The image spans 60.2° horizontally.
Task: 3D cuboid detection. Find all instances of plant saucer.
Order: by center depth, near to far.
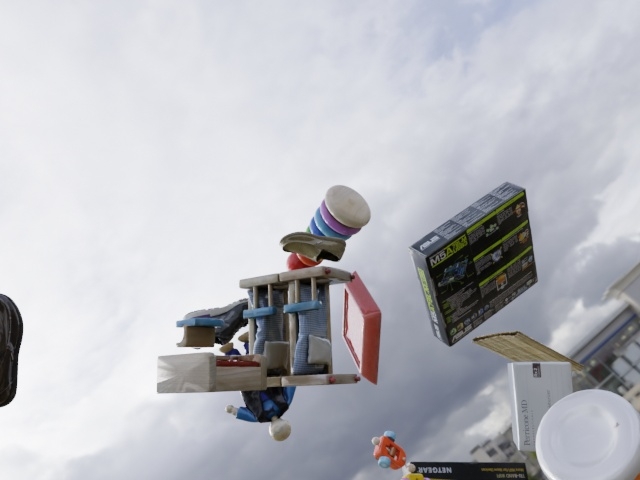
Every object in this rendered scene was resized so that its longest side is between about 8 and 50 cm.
[{"bbox_3d":[0.116,0.261,1.674,0.047,0.259,0.259,-5,-64,-12],"label":"plant saucer"}]

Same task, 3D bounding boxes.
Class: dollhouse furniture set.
[{"bbox_3d":[-0.059,0.094,0.593,0.128,0.130,0.183,-12,-17,33],"label":"dollhouse furniture set"}]

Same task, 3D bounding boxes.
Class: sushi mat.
[{"bbox_3d":[0.584,0.320,1.553,0.316,0.019,0.151,27,-30,-28],"label":"sushi mat"}]

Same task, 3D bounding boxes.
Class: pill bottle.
[{"bbox_3d":[0.355,0.276,0.627,0.121,0.121,0.221,-45,-68,7],"label":"pill bottle"}]

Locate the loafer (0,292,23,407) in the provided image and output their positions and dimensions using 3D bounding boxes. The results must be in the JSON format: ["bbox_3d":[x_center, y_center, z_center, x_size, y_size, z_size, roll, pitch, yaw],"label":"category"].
[{"bbox_3d":[-0.620,0.204,1.048,0.080,0.220,0.078,-12,-14,0],"label":"loafer"}]

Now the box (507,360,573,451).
[{"bbox_3d":[0.477,0.355,1.200,0.118,0.181,0.182,-4,-13,15],"label":"box"}]

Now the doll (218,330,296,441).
[{"bbox_3d":[-0.108,0.257,0.949,0.129,0.189,0.046,-29,-17,-10],"label":"doll"}]

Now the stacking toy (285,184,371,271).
[{"bbox_3d":[0.000,0.000,1.562,0.141,0.141,0.330,-8,-33,-44],"label":"stacking toy"}]

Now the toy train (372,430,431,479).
[{"bbox_3d":[0.110,0.388,0.846,0.046,0.125,0.166,-43,18,38],"label":"toy train"}]

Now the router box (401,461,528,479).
[{"bbox_3d":[0.362,0.670,1.336,0.308,0.243,0.081,3,-31,-9],"label":"router box"}]

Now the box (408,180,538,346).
[{"bbox_3d":[0.233,0.037,0.818,0.190,0.045,0.184,-33,-58,-15],"label":"box"}]

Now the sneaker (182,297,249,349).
[{"bbox_3d":[-0.289,0.277,1.767,0.283,0.124,0.107,-14,-35,-10],"label":"sneaker"}]

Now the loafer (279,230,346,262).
[{"bbox_3d":[-0.016,0.017,1.192,0.147,0.050,0.056,3,-34,-4],"label":"loafer"}]
